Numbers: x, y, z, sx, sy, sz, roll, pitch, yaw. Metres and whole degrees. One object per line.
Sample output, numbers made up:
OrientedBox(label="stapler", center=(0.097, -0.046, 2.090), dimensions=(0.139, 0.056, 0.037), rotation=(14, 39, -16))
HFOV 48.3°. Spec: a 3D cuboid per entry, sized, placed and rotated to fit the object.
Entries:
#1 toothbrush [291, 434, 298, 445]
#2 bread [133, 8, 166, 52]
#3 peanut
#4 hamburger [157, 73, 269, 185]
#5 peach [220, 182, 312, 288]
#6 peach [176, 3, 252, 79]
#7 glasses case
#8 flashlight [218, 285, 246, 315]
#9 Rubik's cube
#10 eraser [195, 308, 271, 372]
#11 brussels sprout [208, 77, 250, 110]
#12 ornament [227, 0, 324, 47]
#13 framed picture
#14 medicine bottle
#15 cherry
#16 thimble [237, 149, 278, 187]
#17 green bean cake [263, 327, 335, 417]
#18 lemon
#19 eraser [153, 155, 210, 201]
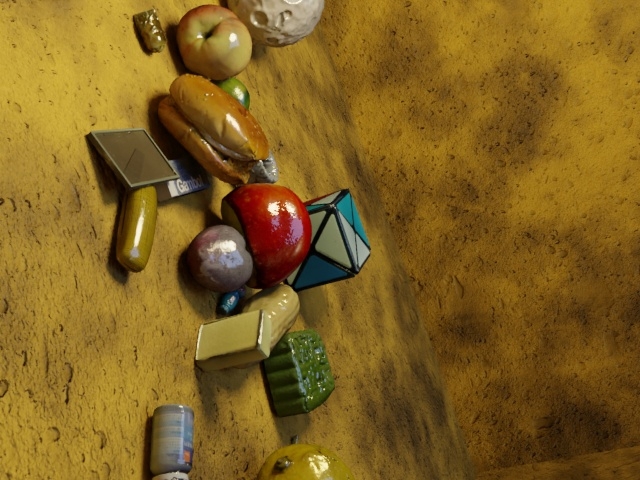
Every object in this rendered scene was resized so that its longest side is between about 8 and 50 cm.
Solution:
OrientedBox(label="toothbrush", center=(-0.080, 0.641, 1.889), dimensions=(0.028, 0.026, 0.294), rotation=(46, 30, -25))
OrientedBox(label="bread", center=(-0.434, -0.533, 1.824), dimensions=(0.066, 0.060, 0.110), rotation=(-158, -131, -76))
OrientedBox(label="peanut", center=(-0.158, 0.222, 1.843), dimensions=(0.148, 0.147, 0.319), rotation=(67, 32, -19))
OrientedBox(label="hamburger", center=(-0.273, -0.295, 1.835), dimensions=(0.314, 0.170, 0.290), rotation=(46, 9, 7))
OrientedBox(label="peach", center=(-0.141, -0.010, 1.888), dimensions=(0.248, 0.245, 0.275), rotation=(50, 25, -69))
OrientedBox(label="peach", center=(-0.296, -0.548, 2.017), dimensions=(0.232, 0.232, 0.233), rotation=(-16, 90, -71))
OrientedBox(label="glasses case", center=(-0.390, -0.037, 1.524), dimensions=(0.079, 0.064, 0.234), rotation=(43, 34, -44))
OrientedBox(label="flashlight", center=(-0.232, 0.151, 1.844), dimensions=(0.051, 0.051, 0.129), rotation=(65, 26, -23))
OrientedBox(label="Rubik's cube", center=(-0.001, 0.000, 2.305), dimensions=(0.248, 0.250, 0.246), rotation=(-53, 124, -69))
OrientedBox(label="eraser", center=(-0.201, 0.234, 1.661), dimensions=(0.117, 0.172, 0.058), rotation=(-88, 156, -43))
OrientedBox(label="brussels sprout", center=(-0.263, -0.412, 2.099), dimensions=(0.152, 0.122, 0.149), rotation=(60, 26, -32))
OrientedBox(label="ornament", center=(-0.147, -0.826, 2.423), dimensions=(0.337, 0.337, 0.337), rotation=(-16, 90, -71))
OrientedBox(label="framed picture", center=(-0.408, -0.184, 1.575), dimensions=(0.150, 0.015, 0.203), rotation=(52, 22, 3))
OrientedBox(label="medicine bottle", center=(-0.291, 0.427, 1.389), dimensions=(0.083, 0.083, 0.203), rotation=(48, 33, -52))
OrientedBox(label="cherry", center=(-0.249, 0.051, 1.739), dimensions=(0.176, 0.140, 0.176), rotation=(20, 60, -38))
OrientedBox(label="thimble", center=(-0.205, -0.219, 2.111), dimensions=(0.151, 0.117, 0.127), rotation=(54, 27, -47))
OrientedBox(label="green bean cake", center=(-0.059, 0.368, 2.020), dimensions=(0.248, 0.124, 0.222), rotation=(0, 74, -70))
OrientedBox(label="lemon", center=(-0.029, 0.624, 1.705), dimensions=(0.284, 0.260, 0.260), rotation=(43, 27, -11))
OrientedBox(label="eraser", center=(-0.348, -0.155, 1.764), dimensions=(0.092, 0.046, 0.212), rotation=(70, 19, -5))
